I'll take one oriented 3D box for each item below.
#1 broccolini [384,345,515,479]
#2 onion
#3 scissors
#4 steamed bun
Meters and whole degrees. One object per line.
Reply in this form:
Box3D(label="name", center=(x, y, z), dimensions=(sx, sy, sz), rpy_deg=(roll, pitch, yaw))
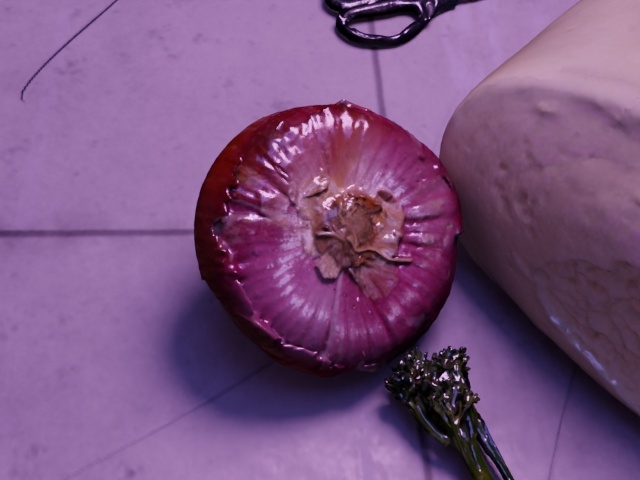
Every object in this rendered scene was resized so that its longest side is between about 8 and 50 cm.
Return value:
Box3D(label="broccolini", center=(0.129, 0.165, 0.913), dimensions=(0.074, 0.058, 0.201), rpy_deg=(-29, 61, -15))
Box3D(label="onion", center=(0.000, 0.000, 0.966), dimensions=(0.230, 0.163, 0.230), rpy_deg=(2, 84, -21))
Box3D(label="scissors", center=(0.152, -0.268, 1.245), dimensions=(0.300, 0.022, 0.109), rpy_deg=(-13, 61, -15))
Box3D(label="steamed bun", center=(0.361, -0.055, 0.950), dimensions=(0.456, 0.290, 0.371), rpy_deg=(38, 58, 19))
